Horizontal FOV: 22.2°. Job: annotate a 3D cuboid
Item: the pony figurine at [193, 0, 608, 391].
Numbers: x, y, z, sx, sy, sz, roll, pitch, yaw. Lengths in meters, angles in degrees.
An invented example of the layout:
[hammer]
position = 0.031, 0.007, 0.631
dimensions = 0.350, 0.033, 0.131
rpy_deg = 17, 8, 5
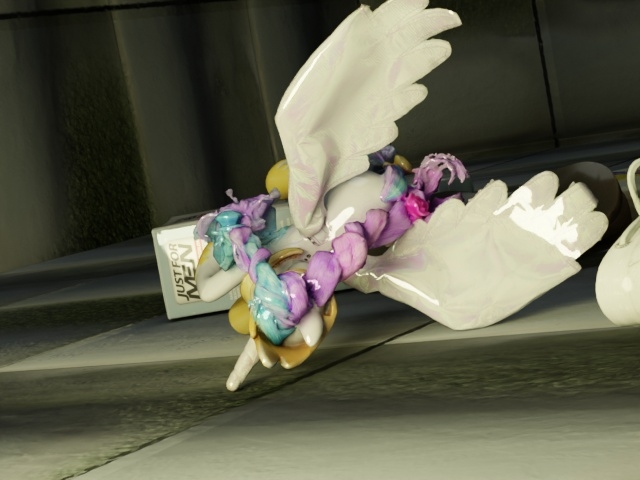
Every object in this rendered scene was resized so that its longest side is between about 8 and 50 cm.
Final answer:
[pony figurine]
position = 0.031, -0.016, 1.477
dimensions = 0.351, 0.303, 0.363
rpy_deg = -42, 11, -1

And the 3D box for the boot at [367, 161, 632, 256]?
[boot]
position = 0.195, 0.003, 1.802
dimensions = 0.305, 0.112, 0.115
rpy_deg = -13, -26, 20

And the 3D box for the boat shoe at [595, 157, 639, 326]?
[boat shoe]
position = 0.314, -0.004, 1.369
dimensions = 0.156, 0.135, 0.367
rpy_deg = -11, 14, 31

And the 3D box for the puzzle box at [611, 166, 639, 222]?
[puzzle box]
position = 0.451, -0.063, 2.109
dimensions = 0.272, 0.052, 0.409
rpy_deg = -12, 5, -19

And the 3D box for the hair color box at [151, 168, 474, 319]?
[hair color box]
position = 0.000, 0.000, 1.955
dimensions = 0.375, 0.113, 0.185
rpy_deg = -9, 5, 3
